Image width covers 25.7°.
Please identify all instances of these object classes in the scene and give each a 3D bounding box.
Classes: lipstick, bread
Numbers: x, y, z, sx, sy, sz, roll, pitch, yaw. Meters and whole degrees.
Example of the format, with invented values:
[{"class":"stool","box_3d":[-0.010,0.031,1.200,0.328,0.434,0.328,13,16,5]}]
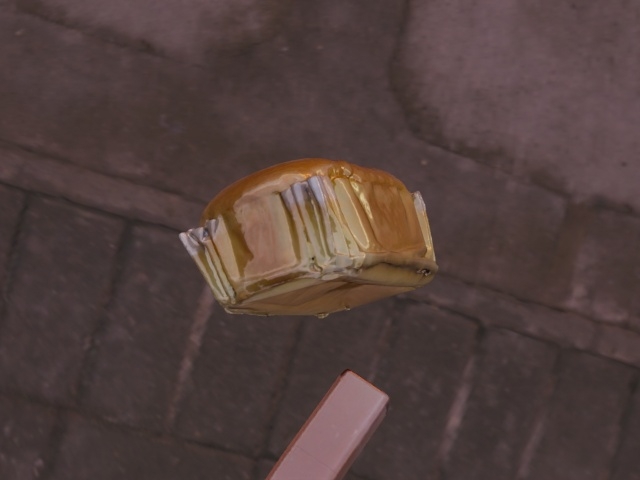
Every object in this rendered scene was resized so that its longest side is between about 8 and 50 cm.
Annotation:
[{"class":"lipstick","box_3d":[-0.005,0.168,1.053,0.045,0.045,0.145,34,75,11]},{"class":"bread","box_3d":[0.000,0.000,1.155,0.136,0.241,0.107,-21,78,22]}]
